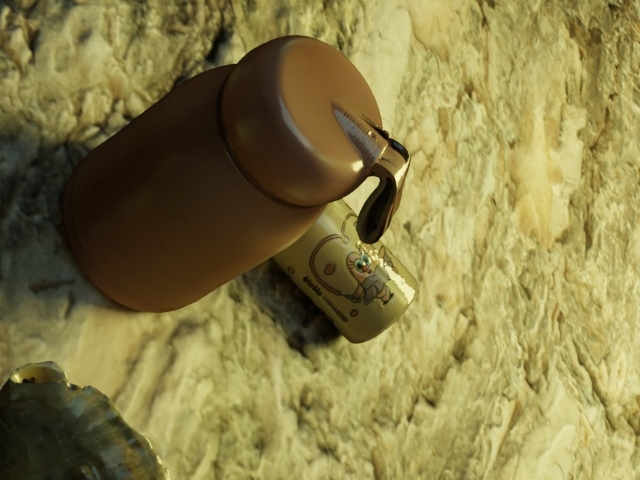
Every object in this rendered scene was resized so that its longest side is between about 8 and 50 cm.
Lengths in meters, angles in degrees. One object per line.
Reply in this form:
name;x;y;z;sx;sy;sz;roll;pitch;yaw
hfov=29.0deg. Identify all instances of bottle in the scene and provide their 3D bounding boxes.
bottle;-0.069;-0.050;1.084;0.206;0.296;0.173;47;42;-14
bottle;0.000;0.000;1.277;0.209;0.097;0.110;48;11;-13

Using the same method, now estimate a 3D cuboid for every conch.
conch;-0.204;0.240;0.821;0.159;0.210;0.291;-28;129;-54
